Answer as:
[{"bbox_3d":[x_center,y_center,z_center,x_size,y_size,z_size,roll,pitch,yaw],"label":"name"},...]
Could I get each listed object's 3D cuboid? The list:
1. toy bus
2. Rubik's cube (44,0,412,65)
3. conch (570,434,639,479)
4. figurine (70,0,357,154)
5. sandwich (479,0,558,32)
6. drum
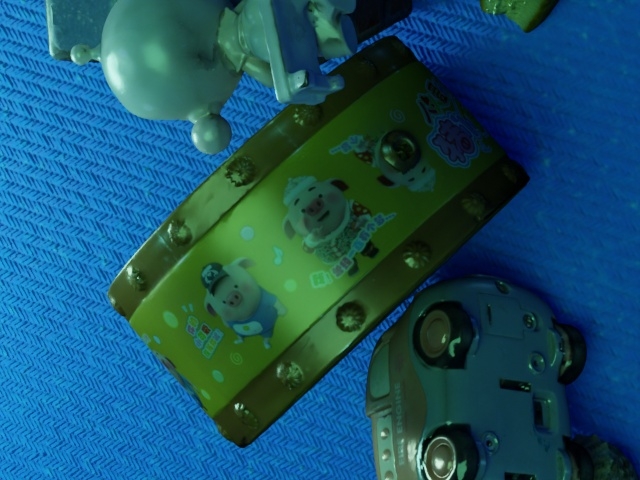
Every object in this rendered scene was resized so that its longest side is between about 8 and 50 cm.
[{"bbox_3d":[0.153,0.193,1.885,0.232,0.194,0.287,-28,59,51],"label":"toy bus"},{"bbox_3d":[-0.094,-0.350,1.776,0.301,0.304,0.305,5,107,21],"label":"Rubik's cube"},{"bbox_3d":[0.300,0.310,1.945,0.155,0.130,0.207,-21,120,40],"label":"conch"},{"bbox_3d":[-0.103,-0.174,1.593,0.257,0.144,0.182,-11,106,28],"label":"figurine"},{"bbox_3d":[0.234,-0.319,1.770,0.090,0.088,0.244,35,116,13],"label":"sandwich"},{"bbox_3d":[0.000,0.000,1.786,0.214,0.431,0.431,47,117,4],"label":"drum"}]
